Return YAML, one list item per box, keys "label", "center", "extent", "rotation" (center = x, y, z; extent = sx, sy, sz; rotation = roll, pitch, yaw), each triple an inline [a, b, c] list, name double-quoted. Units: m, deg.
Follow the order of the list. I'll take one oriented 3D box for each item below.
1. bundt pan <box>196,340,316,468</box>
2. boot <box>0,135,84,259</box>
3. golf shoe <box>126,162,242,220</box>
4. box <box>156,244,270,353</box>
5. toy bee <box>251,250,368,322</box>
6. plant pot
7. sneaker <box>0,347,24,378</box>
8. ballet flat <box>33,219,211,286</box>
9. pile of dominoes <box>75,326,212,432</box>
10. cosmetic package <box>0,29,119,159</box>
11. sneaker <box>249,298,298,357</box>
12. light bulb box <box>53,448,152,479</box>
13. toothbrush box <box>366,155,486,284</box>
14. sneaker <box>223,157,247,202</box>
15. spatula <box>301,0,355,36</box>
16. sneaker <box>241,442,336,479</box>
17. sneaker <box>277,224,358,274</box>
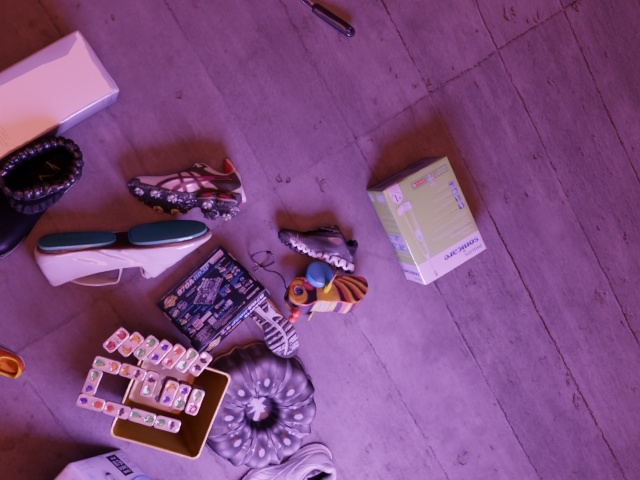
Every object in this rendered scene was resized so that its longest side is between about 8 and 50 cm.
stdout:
- label: "bundt pan"
  center: [-0.157, 0.429, 1.742]
  extent: [0.331, 0.124, 0.330]
  rotation: [-2, 95, -17]
- label: "boot"
  center: [-0.648, -0.084, 1.461]
  extent: [0.131, 0.260, 0.348]
  rotation: [42, 81, -17]
- label: "golf shoe"
  center: [-0.322, -0.126, 1.653]
  extent: [0.273, 0.105, 0.120]
  rotation: [9, 63, -2]
- label: "box"
  center: [-0.261, 0.144, 1.669]
  extent: [0.220, 0.051, 0.175]
  rotation: [-44, 66, -10]
- label: "toy bee"
  center: [-0.028, 0.146, 1.742]
  extent: [0.299, 0.195, 0.162]
  rotation: [0, 51, 4]
- label: "plant pot"
  center: [-0.364, 0.361, 1.634]
  extent: [0.212, 0.187, 0.212]
  rotation: [23, 88, -19]
- label: "sneaker"
  center: [-0.760, 0.262, 1.559]
  extent: [0.175, 0.067, 0.064]
  rotation: [21, 90, -17]
- label: "ballet flat"
  center: [-0.457, 0.035, 1.619]
  extent: [0.401, 0.139, 0.139]
  rotation: [-7, 97, -13]
- label: "pile of dominoes"
  center: [-0.379, 0.308, 1.504]
  extent: [0.251, 0.040, 0.195]
  rotation: [21, 88, -19]
- label: "cosmetic package"
  center: [-0.638, -0.278, 1.475]
  extent: [0.385, 0.217, 0.156]
  rotation: [-33, 103, -11]
- label: "sneaker"
  center: [-0.123, 0.203, 1.743]
  extent: [0.081, 0.094, 0.208]
  rotation: [-34, 95, 0]
- label: "light bulb box"
  center: [-0.438, 0.674, 1.491]
  extent: [0.361, 0.358, 0.225]
  rotation: [41, 82, 8]
- label: "toothbrush box"
  center: [0.284, -0.056, 1.842]
  extent: [0.206, 0.122, 0.283]
  rotation: [-30, 102, -14]
- label: "sneaker"
  center: [-0.233, -0.140, 1.707]
  extent: [0.067, 0.042, 0.118]
  rotation: [-24, 104, -18]
- label: "spatula"
  center: [-0.033, -0.608, 1.737]
  extent: [0.296, 0.030, 0.084]
  rotation: [32, 83, -18]
- label: "sneaker"
  center: [-0.094, 0.632, 1.777]
  extent: [0.297, 0.129, 0.111]
  rotation: [-28, 104, -13]
- label: "sneaker"
  center: [0.000, 0.000, 1.781]
  extent: [0.234, 0.078, 0.106]
  rotation: [24, 85, -22]
